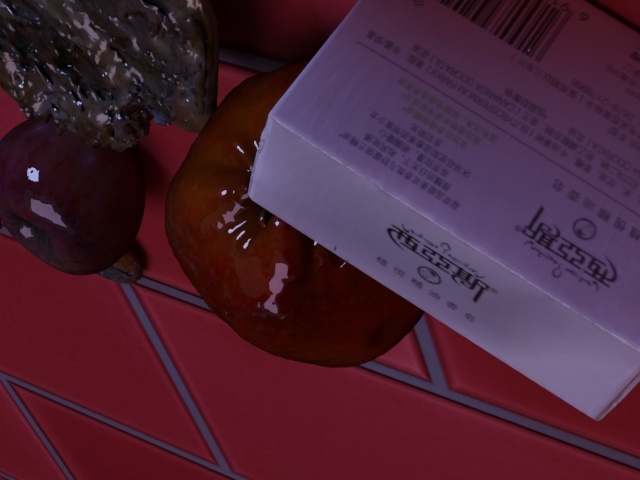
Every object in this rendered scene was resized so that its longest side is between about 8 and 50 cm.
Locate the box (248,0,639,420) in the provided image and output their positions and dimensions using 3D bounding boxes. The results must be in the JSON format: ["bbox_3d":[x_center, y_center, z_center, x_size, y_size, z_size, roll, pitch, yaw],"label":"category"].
[{"bbox_3d":[0.116,-0.049,0.942,0.260,0.194,0.111,34,153,5],"label":"box"}]

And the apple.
[{"bbox_3d":[-0.228,-0.048,1.419,0.153,0.120,0.153,33,157,16],"label":"apple"}]

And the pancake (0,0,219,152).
[{"bbox_3d":[-0.212,-0.216,1.165,0.382,0.071,0.382,33,150,22],"label":"pancake"}]

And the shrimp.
[{"bbox_3d":[-0.267,0.002,1.613,0.187,0.052,0.132,24,150,16],"label":"shrimp"}]

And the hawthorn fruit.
[{"bbox_3d":[0.000,0.000,1.157,0.211,0.211,0.299,26,161,18],"label":"hawthorn fruit"}]
